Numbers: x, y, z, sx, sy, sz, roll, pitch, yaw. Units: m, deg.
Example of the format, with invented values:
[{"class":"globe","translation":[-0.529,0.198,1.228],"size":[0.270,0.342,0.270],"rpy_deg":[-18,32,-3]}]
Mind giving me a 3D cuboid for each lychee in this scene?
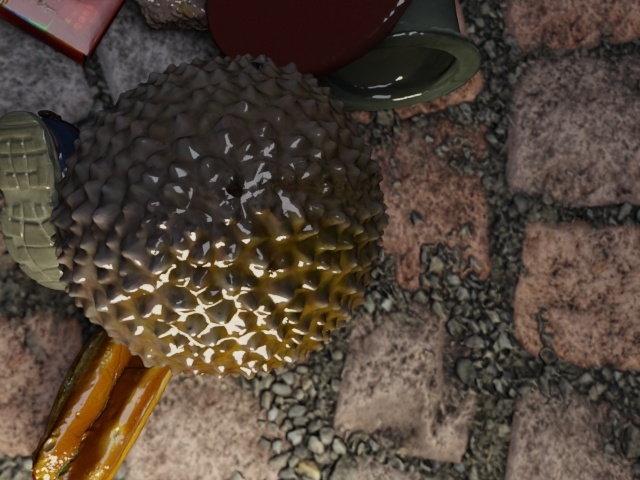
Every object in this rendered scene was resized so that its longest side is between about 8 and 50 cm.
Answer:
[{"class":"lychee","translation":[-0.108,-0.022,1.434],"size":[0.380,0.432,0.380],"rpy_deg":[0,91,-11]}]

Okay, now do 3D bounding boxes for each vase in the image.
[{"class":"vase","translation":[0.065,-0.339,1.661],"size":[0.245,0.245,0.291],"rpy_deg":[-4,74,-16]}]

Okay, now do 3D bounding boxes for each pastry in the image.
[{"class":"pastry","translation":[-0.213,-0.391,1.640],"size":[0.112,0.103,0.265],"rpy_deg":[-11,96,16]}]

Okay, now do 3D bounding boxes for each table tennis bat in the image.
[{"class":"table tennis bat","translation":[0.038,-0.334,1.524],"size":[0.415,0.051,0.268],"rpy_deg":[-17,65,25]}]

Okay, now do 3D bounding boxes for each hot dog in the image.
[{"class":"hot dog","translation":[-0.257,0.190,1.545],"size":[0.115,0.072,0.269],"rpy_deg":[34,73,-8]}]

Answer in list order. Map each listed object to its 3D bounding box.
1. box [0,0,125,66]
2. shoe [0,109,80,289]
[{"class":"box","translation":[-0.345,-0.314,1.626],"size":[0.175,0.048,0.112],"rpy_deg":[30,74,-8]},{"class":"shoe","translation":[-0.326,-0.057,1.573],"size":[0.099,0.125,0.227],"rpy_deg":[-4,107,19]}]
